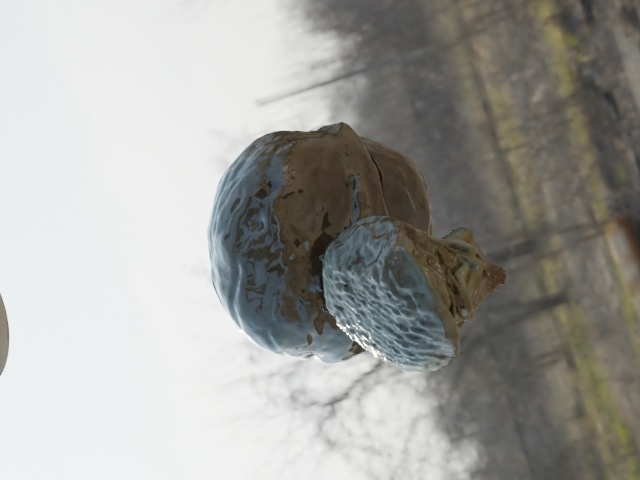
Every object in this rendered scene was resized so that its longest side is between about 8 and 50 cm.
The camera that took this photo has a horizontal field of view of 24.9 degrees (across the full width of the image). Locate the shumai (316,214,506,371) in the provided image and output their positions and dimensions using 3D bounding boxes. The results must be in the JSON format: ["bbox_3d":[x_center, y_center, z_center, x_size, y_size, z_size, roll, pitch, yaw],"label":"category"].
[{"bbox_3d":[0.079,0.030,1.146,0.145,0.116,0.145,33,147,25],"label":"shumai"}]

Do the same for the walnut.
[{"bbox_3d":[0.000,0.000,1.295,0.224,0.224,0.224,-18,-90,-85],"label":"walnut"}]

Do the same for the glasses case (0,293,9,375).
[{"bbox_3d":[-0.282,0.089,0.965,0.059,0.233,0.092,-3,-112,-47],"label":"glasses case"}]
